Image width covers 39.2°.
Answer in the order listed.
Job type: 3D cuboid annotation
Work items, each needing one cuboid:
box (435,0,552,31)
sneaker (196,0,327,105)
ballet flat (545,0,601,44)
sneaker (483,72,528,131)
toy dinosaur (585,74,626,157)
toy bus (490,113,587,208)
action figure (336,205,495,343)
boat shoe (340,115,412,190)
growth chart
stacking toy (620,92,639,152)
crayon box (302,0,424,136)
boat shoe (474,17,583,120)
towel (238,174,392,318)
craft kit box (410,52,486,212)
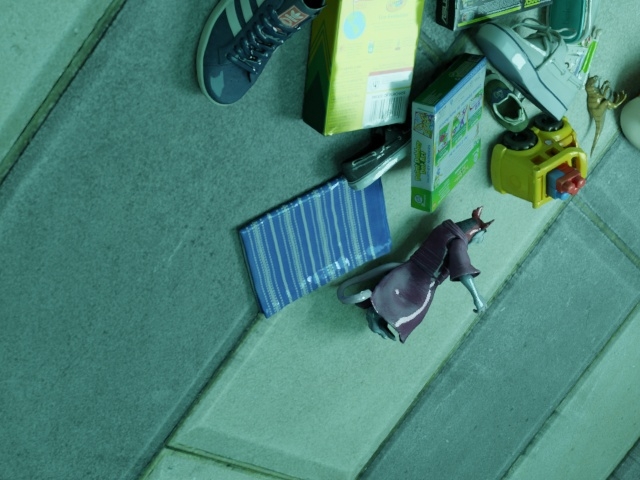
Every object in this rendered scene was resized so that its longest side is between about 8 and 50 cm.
[{"bbox_3d":[0.353,-0.547,1.759,0.270,0.060,0.216,-21,130,-25],"label":"box"},{"bbox_3d":[-0.079,-0.367,1.476,0.131,0.148,0.350,18,107,-44],"label":"sneaker"},{"bbox_3d":[0.544,-0.602,1.843,0.139,0.139,0.400,-24,135,-24],"label":"ballet flat"},{"bbox_3d":[0.412,-0.279,1.959,0.064,0.086,0.192,-36,136,13],"label":"sneaker"},{"bbox_3d":[0.681,-0.321,2.184,0.112,0.064,0.212,-22,123,-2],"label":"toy dinosaur"},{"bbox_3d":[0.533,-0.172,2.049,0.220,0.211,0.149,-29,131,-22],"label":"toy bus"},{"bbox_3d":[0.234,0.053,2.021,0.275,0.248,0.370,39,93,-19],"label":"action figure"},{"bbox_3d":[0.128,-0.197,1.814,0.228,0.080,0.076,-40,113,-15],"label":"boat shoe"},{"bbox_3d":[0.536,-0.386,2.041,0.237,0.021,0.172,-15,127,-29],"label":"growth chart"},{"bbox_3d":[0.989,-0.427,2.234,0.350,0.350,0.480,39,73,-46],"label":"stacking toy"},{"bbox_3d":[0.083,-0.365,1.655,0.202,0.081,0.319,-13,126,-32],"label":"crayon box"},{"bbox_3d":[0.461,-0.389,1.872,0.367,0.136,0.156,28,102,-47],"label":"boat shoe"},{"bbox_3d":[0.000,0.000,1.868,0.336,0.040,0.243,-28,131,-20],"label":"towel"},{"bbox_3d":[0.264,-0.223,1.844,0.250,0.061,0.247,-44,140,-43],"label":"craft kit box"}]
